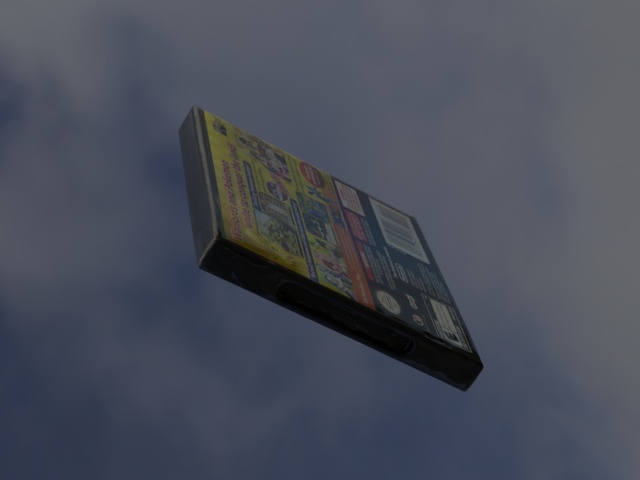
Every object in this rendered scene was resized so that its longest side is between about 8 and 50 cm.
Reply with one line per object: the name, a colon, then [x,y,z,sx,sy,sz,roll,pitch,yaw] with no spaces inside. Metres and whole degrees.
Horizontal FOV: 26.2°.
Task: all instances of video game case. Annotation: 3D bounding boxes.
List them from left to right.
video game case: [0.000,0.000,1.170,0.248,0.035,0.275,26,-160,-20]
